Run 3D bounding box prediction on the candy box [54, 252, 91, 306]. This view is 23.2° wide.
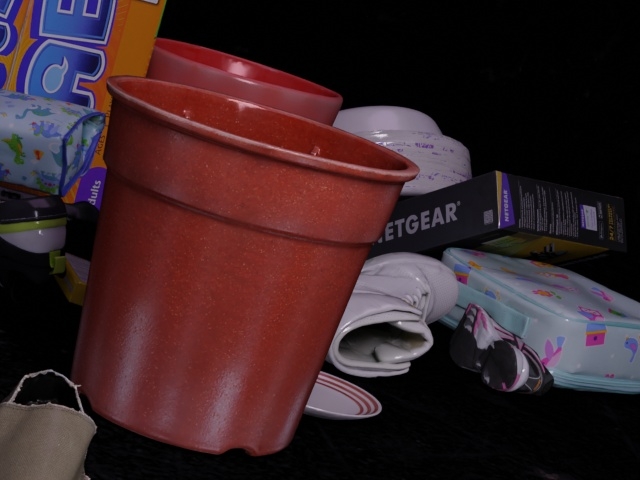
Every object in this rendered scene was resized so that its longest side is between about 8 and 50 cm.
[{"bbox_3d":[-0.164,0.069,1.552,0.206,0.027,0.105,23,6,-25],"label":"candy box"}]

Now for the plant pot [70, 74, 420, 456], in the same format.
[{"bbox_3d":[-0.083,0.025,1.331,0.272,0.265,0.272,16,11,-3],"label":"plant pot"}]

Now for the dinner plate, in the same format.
[{"bbox_3d":[-0.010,0.147,1.499,0.141,0.017,0.141,17,11,-3],"label":"dinner plate"}]

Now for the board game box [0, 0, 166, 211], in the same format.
[{"bbox_3d":[-0.455,-0.258,1.971,0.356,0.357,0.356,10,12,-36],"label":"board game box"}]

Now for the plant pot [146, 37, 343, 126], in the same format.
[{"bbox_3d":[-0.132,-0.111,2.037,0.275,0.243,0.275,16,10,-3],"label":"plant pot"}]

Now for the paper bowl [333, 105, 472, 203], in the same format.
[{"bbox_3d":[0.073,-0.095,2.224,0.284,0.148,0.284,-4,-14,-1],"label":"paper bowl"}]

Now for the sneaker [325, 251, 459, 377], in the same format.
[{"bbox_3d":[0.082,0.091,1.732,0.292,0.108,0.169,-5,24,-41],"label":"sneaker"}]

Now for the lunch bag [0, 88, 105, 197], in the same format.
[{"bbox_3d":[-0.324,-0.121,1.766,0.128,0.096,0.151,13,29,4],"label":"lunch bag"}]

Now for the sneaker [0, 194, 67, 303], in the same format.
[{"bbox_3d":[-0.317,0.017,1.538,0.084,0.097,0.234,-11,0,-33],"label":"sneaker"}]

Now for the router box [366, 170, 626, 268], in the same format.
[{"bbox_3d":[0.221,-0.007,2.129,0.243,0.081,0.309,9,-17,-37],"label":"router box"}]

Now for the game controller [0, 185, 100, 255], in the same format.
[{"bbox_3d":[-0.388,-0.040,1.675,0.319,0.067,0.166,14,-5,-14],"label":"game controller"}]

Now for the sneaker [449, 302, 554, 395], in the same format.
[{"bbox_3d":[0.211,0.137,1.809,0.077,0.072,0.178,24,16,-24],"label":"sneaker"}]

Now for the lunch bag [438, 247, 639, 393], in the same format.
[{"bbox_3d":[0.273,0.099,1.954,0.224,0.108,0.279,6,14,-36],"label":"lunch bag"}]

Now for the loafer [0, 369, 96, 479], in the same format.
[{"bbox_3d":[-0.195,0.145,1.005,0.094,0.087,0.251,15,10,-11],"label":"loafer"}]
